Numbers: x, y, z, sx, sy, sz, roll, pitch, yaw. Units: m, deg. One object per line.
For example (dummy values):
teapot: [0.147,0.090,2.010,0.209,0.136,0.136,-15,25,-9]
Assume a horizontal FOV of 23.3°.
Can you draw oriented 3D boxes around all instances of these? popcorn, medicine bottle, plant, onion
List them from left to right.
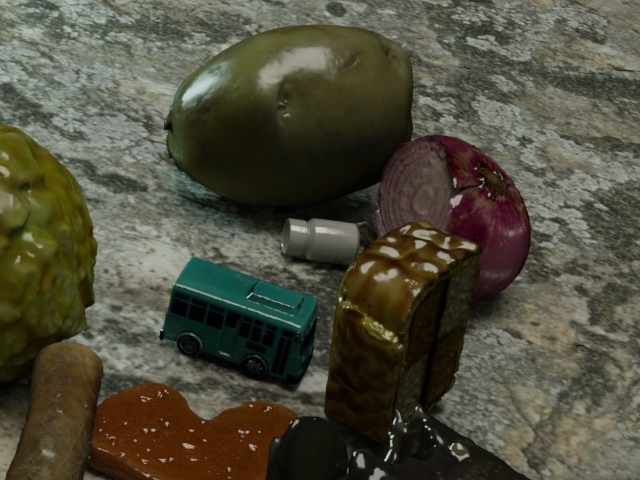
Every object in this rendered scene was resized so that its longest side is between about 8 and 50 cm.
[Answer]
popcorn: [-0.354,0.016,1.507,0.282,0.247,0.282,1,35,-1]
medicine bottle: [0.000,0.000,1.885,0.089,0.052,0.052,7,31,-15]
plant: [0.062,0.256,1.357,0.276,0.199,0.188,19,23,-2]
onion: [0.171,-0.021,1.890,0.200,0.201,0.207,2,20,-23]

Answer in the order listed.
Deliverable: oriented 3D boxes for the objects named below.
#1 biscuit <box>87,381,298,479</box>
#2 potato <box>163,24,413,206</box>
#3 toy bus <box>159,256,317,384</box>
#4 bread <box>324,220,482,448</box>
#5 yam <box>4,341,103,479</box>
biscuit: [-0.123,0.194,1.509,0.192,0.036,0.186,24,34,18]
potato: [-0.027,-0.156,1.943,0.326,0.243,0.221,-3,77,-28]
toy bus: [-0.082,0.085,1.664,0.160,0.092,0.079,19,31,6]
bread: [0.080,0.098,1.593,0.096,0.222,0.181,26,40,25]
yam: [-0.249,0.212,1.354,0.081,0.081,0.357,12,35,-6]
